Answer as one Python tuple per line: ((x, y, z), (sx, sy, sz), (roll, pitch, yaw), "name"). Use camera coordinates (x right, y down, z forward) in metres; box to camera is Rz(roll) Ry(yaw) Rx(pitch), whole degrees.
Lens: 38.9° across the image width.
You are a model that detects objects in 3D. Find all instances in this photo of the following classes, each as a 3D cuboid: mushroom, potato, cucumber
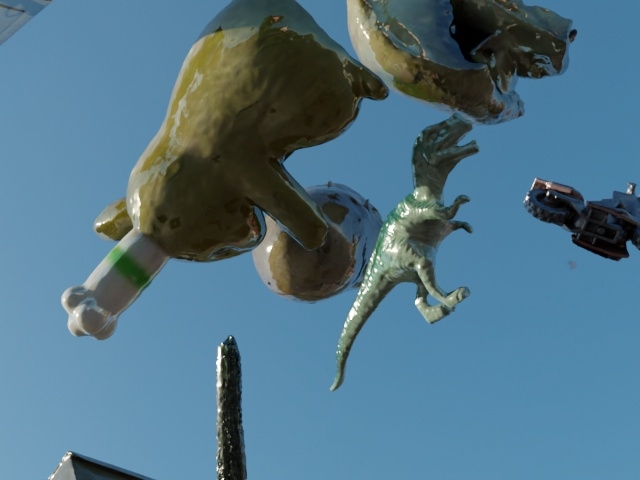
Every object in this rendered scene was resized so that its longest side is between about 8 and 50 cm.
((0.159, -0.222, 1.159), (0.291, 0.212, 0.217), (21, -30, 11), "mushroom")
((0.000, 0.000, 1.191), (0.164, 0.262, 0.165), (3, -82, 25), "potato")
((-0.138, 0.274, 1.390), (0.043, 0.044, 0.257), (1, -95, -29), "cucumber")

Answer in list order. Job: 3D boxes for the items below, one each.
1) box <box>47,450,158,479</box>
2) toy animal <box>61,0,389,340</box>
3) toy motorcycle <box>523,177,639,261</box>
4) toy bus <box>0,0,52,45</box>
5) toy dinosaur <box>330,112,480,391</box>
((-0.301, 0.442, 1.349), (0.231, 0.149, 0.155), (31, -80, -34), "box")
((-0.092, -0.057, 0.873), (0.180, 0.181, 0.363), (29, -80, -21), "toy animal")
((0.383, -0.035, 1.239), (0.212, 0.118, 0.084), (19, -55, 5), "toy motorcycle")
((-0.358, -0.263, 0.913), (0.106, 0.131, 0.297), (11, -15, -37), "toy bus")
((0.095, 0.059, 0.939), (0.076, 0.129, 0.383), (-7, -51, -45), "toy dinosaur")
